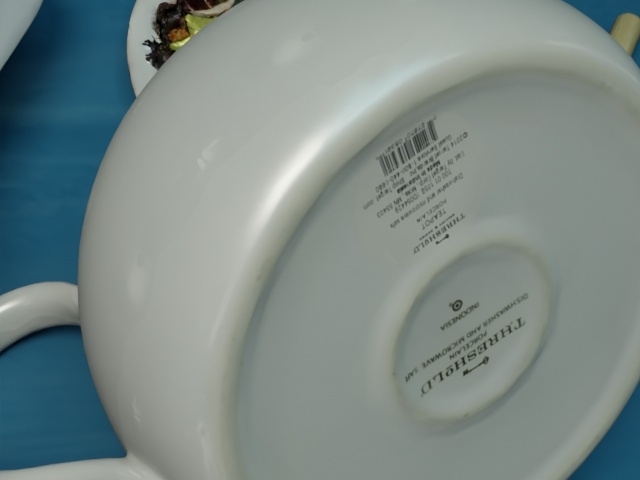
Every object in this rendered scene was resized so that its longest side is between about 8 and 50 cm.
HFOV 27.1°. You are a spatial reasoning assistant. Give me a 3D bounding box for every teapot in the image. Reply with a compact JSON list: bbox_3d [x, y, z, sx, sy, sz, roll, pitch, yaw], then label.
[{"bbox_3d":[0.000,0.000,0.528,0.256,0.253,0.187,9,17,-40],"label":"teapot"}]

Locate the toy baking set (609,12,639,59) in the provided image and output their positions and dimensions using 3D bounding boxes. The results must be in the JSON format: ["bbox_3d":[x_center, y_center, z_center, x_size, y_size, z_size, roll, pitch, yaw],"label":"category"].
[{"bbox_3d":[0.206,-0.015,0.711,0.196,0.030,0.256,35,54,1],"label":"toy baking set"}]

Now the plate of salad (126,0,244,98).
[{"bbox_3d":[0.004,-0.087,0.663,0.199,0.048,0.200,10,58,-16],"label":"plate of salad"}]

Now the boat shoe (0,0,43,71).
[{"bbox_3d":[-0.195,-0.043,0.501,0.094,0.109,0.302,41,35,-24],"label":"boat shoe"}]
